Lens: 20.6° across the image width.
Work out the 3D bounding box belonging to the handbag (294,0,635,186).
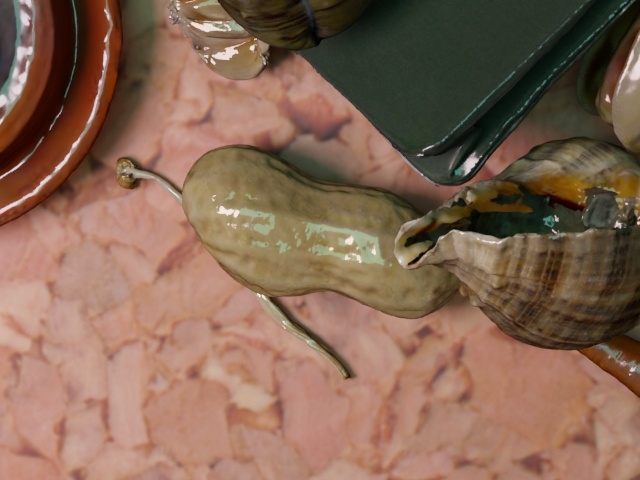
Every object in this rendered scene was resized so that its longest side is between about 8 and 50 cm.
[{"bbox_3d":[0.113,-0.204,1.457,0.260,0.079,0.247,-47,52,6],"label":"handbag"}]

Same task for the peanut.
[{"bbox_3d":[0.000,0.000,1.524,0.257,0.123,0.123,21,95,1],"label":"peanut"}]

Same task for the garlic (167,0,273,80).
[{"bbox_3d":[-0.082,-0.196,1.541,0.094,0.074,0.113,-1,98,12],"label":"garlic"}]

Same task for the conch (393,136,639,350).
[{"bbox_3d":[0.193,0.018,1.438,0.210,0.291,0.159,26,126,45],"label":"conch"}]

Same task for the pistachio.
[{"bbox_3d":[0.310,-0.174,1.469,0.215,0.144,0.144,-44,88,4],"label":"pistachio"}]

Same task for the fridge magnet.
[{"bbox_3d":[-0.352,-0.177,1.529,0.364,0.155,0.363,0,93,5],"label":"fridge magnet"}]

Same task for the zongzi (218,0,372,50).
[{"bbox_3d":[-0.124,-0.305,1.465,0.360,0.160,0.323,-2,62,11],"label":"zongzi"}]

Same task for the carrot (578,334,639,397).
[{"bbox_3d":[0.251,0.097,1.538,0.216,0.048,0.048,30,96,8],"label":"carrot"}]

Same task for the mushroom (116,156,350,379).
[{"bbox_3d":[-0.075,0.022,1.579,0.286,0.026,0.028,41,112,1],"label":"mushroom"}]
